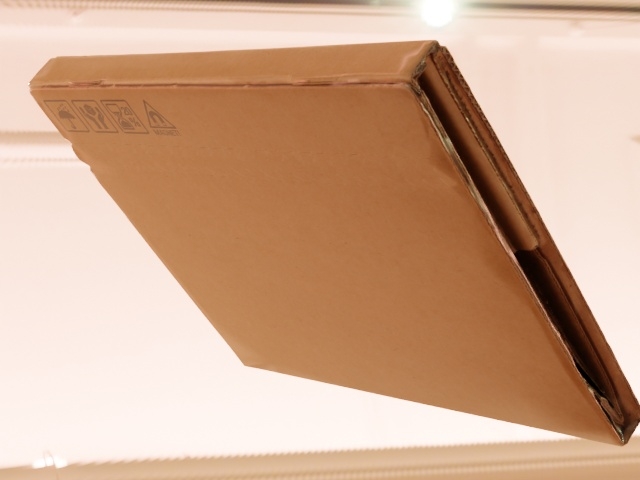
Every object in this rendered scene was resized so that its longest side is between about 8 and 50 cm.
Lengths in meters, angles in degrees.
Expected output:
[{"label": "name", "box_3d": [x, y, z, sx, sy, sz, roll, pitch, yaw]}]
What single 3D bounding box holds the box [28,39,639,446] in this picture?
[{"label": "box", "box_3d": [0.000, 0.000, 0.511, 0.021, 0.201, 0.164, -53, -54, -27]}]
